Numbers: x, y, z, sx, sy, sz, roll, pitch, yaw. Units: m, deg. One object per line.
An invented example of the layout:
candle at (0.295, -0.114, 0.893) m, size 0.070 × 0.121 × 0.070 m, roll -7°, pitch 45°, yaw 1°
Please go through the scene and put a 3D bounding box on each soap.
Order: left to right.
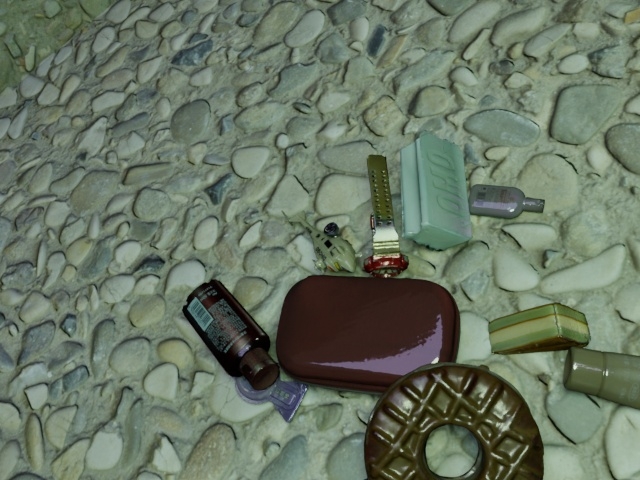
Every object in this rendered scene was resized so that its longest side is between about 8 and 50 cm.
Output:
soap at (0.264, -0.114, 1.332) m, size 0.094 × 0.150 × 0.261 m, roll -28°, pitch 51°, yaw 45°

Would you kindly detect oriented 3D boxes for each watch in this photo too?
watch at (0.141, -0.047, 1.338) m, size 0.102 × 0.164 × 0.268 m, roll -4°, pitch 61°, yaw 2°

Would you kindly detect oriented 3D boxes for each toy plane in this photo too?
toy plane at (0.000, 0.000, 1.400) m, size 0.108 × 0.092 × 0.286 m, roll -40°, pitch 46°, yaw -1°

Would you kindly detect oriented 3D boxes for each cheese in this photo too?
cheese at (-0.122, 0.328, 1.313) m, size 0.191 × 0.042 × 0.105 m, roll 20°, pitch 73°, yaw 27°

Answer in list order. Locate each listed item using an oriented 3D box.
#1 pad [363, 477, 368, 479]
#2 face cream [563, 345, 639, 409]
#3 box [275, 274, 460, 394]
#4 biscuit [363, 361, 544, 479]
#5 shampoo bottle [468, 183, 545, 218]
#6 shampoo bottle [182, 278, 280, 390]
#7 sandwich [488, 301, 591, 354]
pad at (0.104, 0.633, 1.053) m, size 0.250 × 0.055 × 0.323 m, roll 23°, pitch 74°, yaw 30°
face cream at (0.626, 0.266, 1.044) m, size 0.342 × 0.084 × 0.137 m, roll 9°, pitch 69°, yaw 16°
box at (0.097, 0.199, 1.258) m, size 0.404 × 0.108 × 0.263 m, roll 2°, pitch 64°, yaw 22°
biscuit at (0.237, 0.387, 1.056) m, size 0.332 × 0.103 × 0.331 m, roll -1°, pitch 81°, yaw 8°
shampoo bottle at (0.425, -0.088, 1.328) m, size 0.165 × 0.040 × 0.079 m, roll 8°, pitch 65°, yaw 24°
shampoo bottle at (-0.206, 0.219, 1.349) m, size 0.129 × 0.084 × 0.323 m, roll -44°, pitch 47°, yaw -9°
sandwich at (0.445, 0.192, 1.184) m, size 0.163 × 0.114 × 0.079 m, roll -31°, pitch 49°, yaw 46°
